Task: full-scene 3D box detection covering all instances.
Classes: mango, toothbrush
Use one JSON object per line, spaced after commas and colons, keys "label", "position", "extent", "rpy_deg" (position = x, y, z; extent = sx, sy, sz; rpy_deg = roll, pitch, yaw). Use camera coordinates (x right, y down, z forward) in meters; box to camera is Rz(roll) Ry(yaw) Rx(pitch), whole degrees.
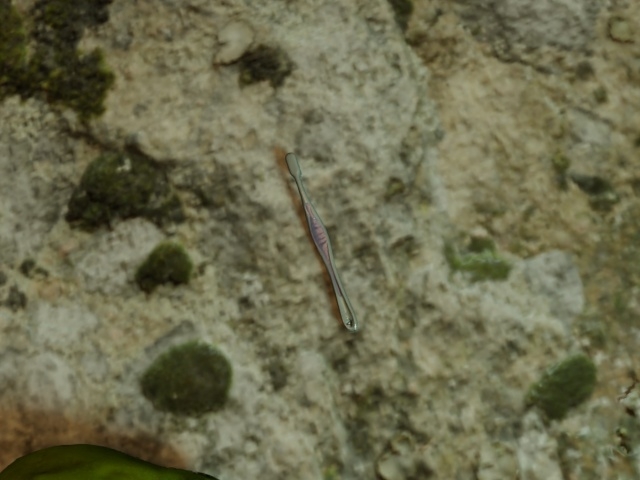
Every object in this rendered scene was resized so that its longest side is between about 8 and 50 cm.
{"label": "mango", "position": [-0.137, 0.170, 0.527], "extent": [0.165, 0.074, 0.091], "rpy_deg": [-7, 73, 7]}
{"label": "toothbrush", "position": [0.000, 0.000, 0.580], "extent": [0.011, 0.013, 0.131], "rpy_deg": [-23, 74, 13]}
